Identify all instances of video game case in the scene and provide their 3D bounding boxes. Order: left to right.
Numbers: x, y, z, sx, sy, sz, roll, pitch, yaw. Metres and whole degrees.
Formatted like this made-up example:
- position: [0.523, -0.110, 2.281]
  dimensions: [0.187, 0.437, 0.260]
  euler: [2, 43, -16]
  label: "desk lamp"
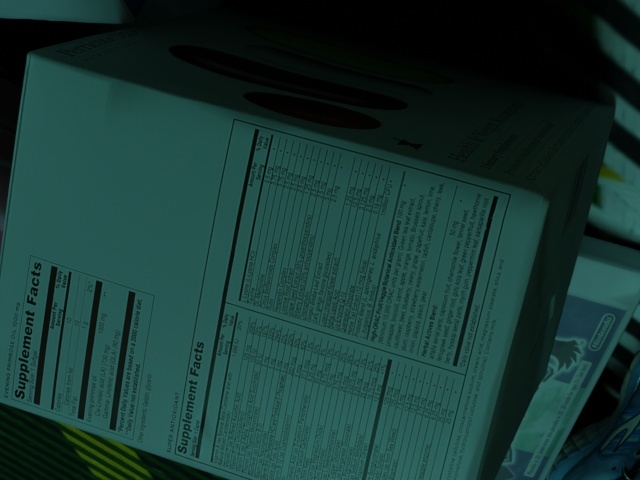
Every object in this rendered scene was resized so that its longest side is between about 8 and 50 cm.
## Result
- position: [0.060, 0.064, 0.771]
  dimensions: [0.183, 0.023, 0.201]
  euler: [15, 127, -4]
  label: "video game case"

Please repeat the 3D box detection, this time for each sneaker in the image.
- position: [0.190, 0.115, 0.775]
  dimensions: [0.063, 0.073, 0.162]
  euler: [26, 118, -13]
  label: "sneaker"

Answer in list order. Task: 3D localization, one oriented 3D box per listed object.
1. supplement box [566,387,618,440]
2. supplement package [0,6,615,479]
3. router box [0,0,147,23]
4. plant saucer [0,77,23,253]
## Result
- position: [0.073, 0.100, 0.883]
  dimensions: [0.239, 0.073, 0.130]
  euler: [33, 149, -17]
  label: "supplement box"
- position: [0.000, 0.000, 0.599]
  dimensions: [0.203, 0.194, 0.149]
  euler: [16, 109, 14]
  label: "supplement package"
- position: [-0.246, -0.235, 0.544]
  dimensions: [0.301, 0.082, 0.335]
  euler: [7, 148, 28]
  label: "router box"
- position: [-0.261, -0.052, 0.781]
  dimensions: [0.332, 0.084, 0.332]
  euler: [12, 171, 2]
  label: "plant saucer"
